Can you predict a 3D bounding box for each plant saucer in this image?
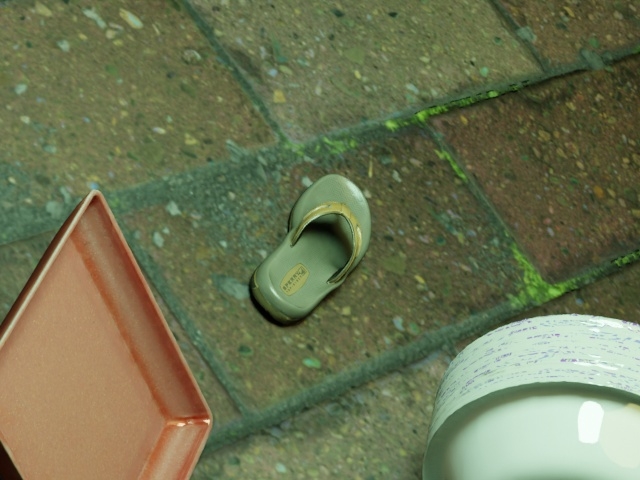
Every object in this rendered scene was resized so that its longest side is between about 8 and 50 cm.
[{"bbox_3d":[-0.188,0.135,1.549,0.258,0.047,0.259,66,29,-30],"label":"plant saucer"}]

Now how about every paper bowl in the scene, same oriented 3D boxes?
[{"bbox_3d":[0.232,0.212,1.736,0.284,0.284,0.148,32,42,-14],"label":"paper bowl"}]

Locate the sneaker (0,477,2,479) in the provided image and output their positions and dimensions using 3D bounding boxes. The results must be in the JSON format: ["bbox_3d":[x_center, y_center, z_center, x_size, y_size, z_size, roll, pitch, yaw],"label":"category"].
[{"bbox_3d":[-0.246,0.145,1.560,0.061,0.065,0.158,35,39,-10],"label":"sneaker"}]

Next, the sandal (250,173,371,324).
[{"bbox_3d":[0.000,0.000,1.910,0.090,0.060,0.219,42,38,-1],"label":"sandal"}]
